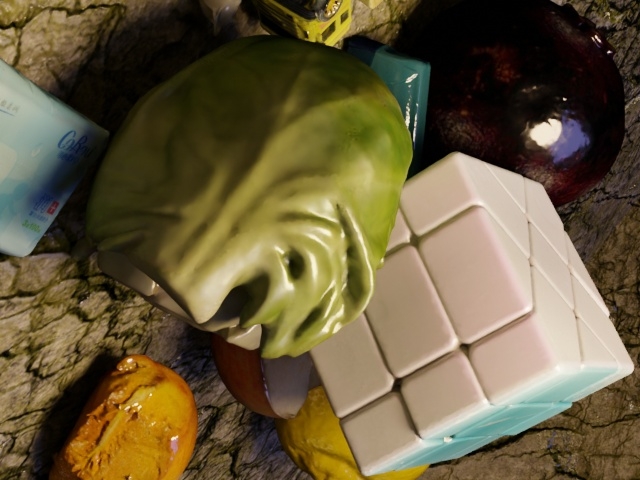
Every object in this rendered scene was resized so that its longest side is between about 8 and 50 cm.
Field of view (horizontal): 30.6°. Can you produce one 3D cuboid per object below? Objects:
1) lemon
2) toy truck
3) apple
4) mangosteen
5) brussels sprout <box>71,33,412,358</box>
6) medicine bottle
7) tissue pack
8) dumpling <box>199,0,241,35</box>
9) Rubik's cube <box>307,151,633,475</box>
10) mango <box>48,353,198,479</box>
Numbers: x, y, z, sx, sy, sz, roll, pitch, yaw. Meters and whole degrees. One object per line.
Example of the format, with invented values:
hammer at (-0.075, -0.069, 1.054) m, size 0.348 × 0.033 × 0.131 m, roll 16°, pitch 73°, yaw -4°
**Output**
lemon at (0.079, 0.297, 2.154) m, size 0.348 × 0.348 × 0.348 m, roll -41°, pitch 152°, yaw -27°
toy truck at (0.034, -0.351, 1.488) m, size 0.272 × 0.124 × 0.157 m, roll -48°, pitch 159°, yaw -19°
apple at (-0.078, 0.134, 1.842) m, size 0.293 × 0.163 × 0.251 m, roll -31°, pitch 118°, yaw -56°
mangosteen at (0.273, -0.185, 1.858) m, size 0.435 × 0.382 × 0.382 m, roll -46°, pitch 159°, yaw 20°
brussels sprout at (-0.075, -0.067, 1.360) m, size 0.361 × 0.342 × 0.425 m, roll -63°, pitch -165°, yaw -5°
medicine bottle at (0.095, -0.169, 1.728) m, size 0.079 × 0.124 × 0.258 m, roll -22°, pitch 116°, yaw -68°
tissue pack at (-0.343, -0.093, 1.175) m, size 0.177 × 0.089 × 0.263 m, roll -56°, pitch 156°, yaw -3°
dumpling at (-0.116, -0.278, 1.387) m, size 0.052 × 0.076 × 0.057 m, roll -28°, pitch 148°, yaw -1°
Rubik's cube at (0.185, 0.106, 1.595) m, size 0.316 × 0.319 × 0.322 m, roll -32°, pitch 160°, yaw 23°
mango at (-0.290, 0.327, 1.693) m, size 0.199 × 0.201 × 0.350 m, roll 4°, pitch 131°, yaw -29°
